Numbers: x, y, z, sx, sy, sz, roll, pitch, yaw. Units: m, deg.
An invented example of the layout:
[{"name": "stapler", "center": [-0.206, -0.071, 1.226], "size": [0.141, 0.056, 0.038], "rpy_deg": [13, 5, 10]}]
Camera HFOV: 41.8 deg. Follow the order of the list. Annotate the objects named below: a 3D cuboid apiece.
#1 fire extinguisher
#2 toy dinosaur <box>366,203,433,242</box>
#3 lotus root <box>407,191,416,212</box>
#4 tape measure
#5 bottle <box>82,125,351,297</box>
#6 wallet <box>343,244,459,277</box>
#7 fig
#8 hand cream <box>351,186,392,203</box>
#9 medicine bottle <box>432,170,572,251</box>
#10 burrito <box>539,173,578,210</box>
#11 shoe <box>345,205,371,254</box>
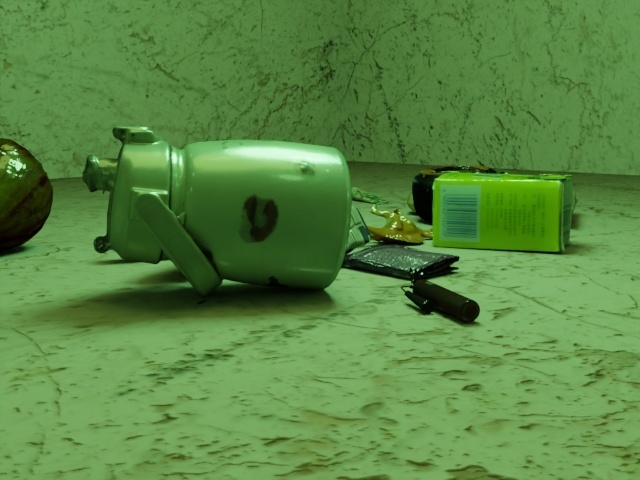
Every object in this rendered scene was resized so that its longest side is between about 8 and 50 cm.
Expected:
[{"name": "fire extinguisher", "center": [0.145, 0.076, 1.079], "size": [0.049, 0.035, 0.173], "rpy_deg": [-41, 18, -8]}, {"name": "toy dinosaur", "center": [0.147, -0.012, 1.627], "size": [0.142, 0.057, 0.212], "rpy_deg": [23, 28, 18]}, {"name": "lotus root", "center": [0.252, -0.096, 2.081], "size": [0.073, 0.062, 0.150], "rpy_deg": [22, 11, -1]}, {"name": "tape measure", "center": [0.316, -0.106, 1.920], "size": [0.202, 0.135, 0.223], "rpy_deg": [-10, 13, -16]}, {"name": "bottle", "center": [-0.149, -0.035, 1.155], "size": [0.351, 0.229, 0.229], "rpy_deg": [4, 7, -16]}, {"name": "wallet", "center": [0.127, 0.032, 1.347], "size": [0.111, 0.030, 0.165], "rpy_deg": [-9, 12, -42]}, {"name": "fig", "center": [-0.618, -0.044, 1.485], "size": [0.216, 0.217, 0.321], "rpy_deg": [1, 32, 8]}, {"name": "hand cream", "center": [0.134, -0.123, 2.386], "size": [0.057, 0.037, 0.165], "rpy_deg": [-6, 17, -34]}, {"name": "medicine bottle", "center": [0.344, -0.057, 1.581], "size": [0.250, 0.141, 0.137], "rpy_deg": [4, 6, 24]}, {"name": "burrito", "center": [0.523, -0.097, 1.948], "size": [0.143, 0.105, 0.299], "rpy_deg": [7, 9, 19]}, {"name": "shoe", "center": [0.000, 0.000, 1.418], "size": [0.106, 0.092, 0.207], "rpy_deg": [-31, -10, 30]}]
